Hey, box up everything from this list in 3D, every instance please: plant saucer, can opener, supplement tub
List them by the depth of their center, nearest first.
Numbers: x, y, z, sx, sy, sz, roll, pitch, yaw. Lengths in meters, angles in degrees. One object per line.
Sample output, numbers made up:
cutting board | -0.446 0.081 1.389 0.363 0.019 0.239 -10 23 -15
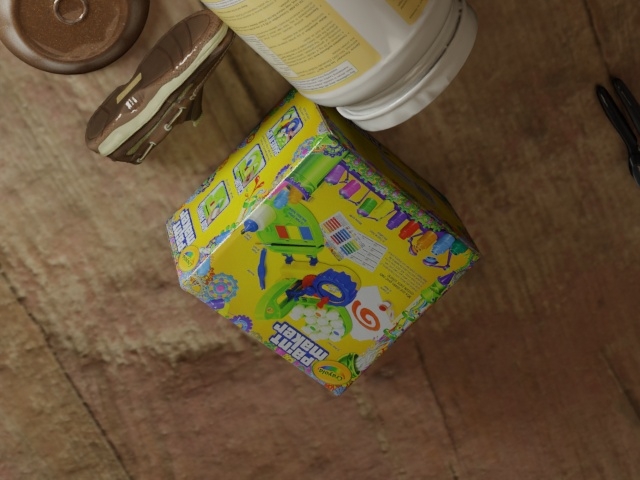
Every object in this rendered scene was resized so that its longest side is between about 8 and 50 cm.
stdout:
supplement tub | 0.006 -0.309 1.727 0.241 0.241 0.331 -43 120 11
plant saucer | -0.305 -0.288 1.784 0.198 0.036 0.199 -6 119 -11
can opener | 0.439 -0.146 2.032 0.059 0.073 0.186 -24 113 10

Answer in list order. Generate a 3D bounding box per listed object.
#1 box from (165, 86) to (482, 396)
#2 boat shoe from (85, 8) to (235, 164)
box | 0.000 0.000 1.936 0.290 0.177 0.279 38 104 -29
boat shoe | -0.182 -0.186 1.830 0.095 0.095 0.257 30 128 -33
